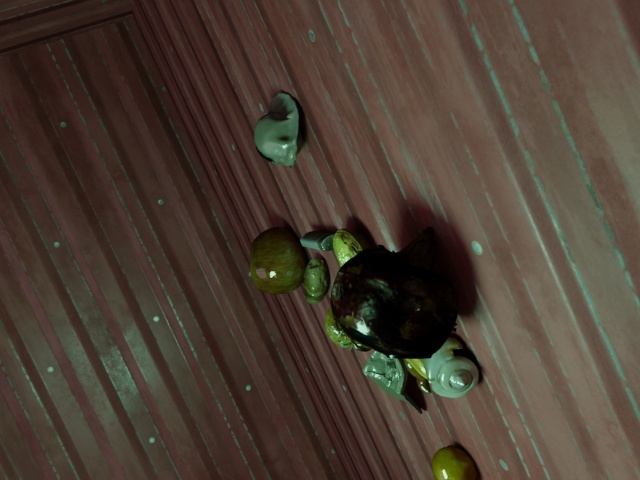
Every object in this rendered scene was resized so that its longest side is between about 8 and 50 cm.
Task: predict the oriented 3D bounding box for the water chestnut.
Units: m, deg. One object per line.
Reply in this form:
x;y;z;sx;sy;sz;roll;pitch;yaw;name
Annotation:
0.199;0.125;1.455;0.335;0.335;0.346;9;81;69;water chestnut

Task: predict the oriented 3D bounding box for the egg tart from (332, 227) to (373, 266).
0.116;0.049;1.860;0.212;0.090;0.212;56;160;32;egg tart

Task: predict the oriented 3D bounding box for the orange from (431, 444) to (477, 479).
0.433;0.745;1.864;0.155;0.134;0.154;-15;-90;-87;orange

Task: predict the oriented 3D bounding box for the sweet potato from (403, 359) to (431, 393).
0.304;0.402;1.862;0.202;0.058;0.055;66;164;4;sweet potato

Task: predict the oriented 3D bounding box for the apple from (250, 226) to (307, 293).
-0.202;0.094;2.548;0.309;0.250;0.277;39;149;58;apple

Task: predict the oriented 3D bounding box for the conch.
0.330;0.350;1.606;0.158;0.127;0.255;68;162;-11;conch

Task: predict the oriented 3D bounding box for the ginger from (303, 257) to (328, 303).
-0.021;0.176;2.377;0.116;0.109;0.263;53;160;25;ginger

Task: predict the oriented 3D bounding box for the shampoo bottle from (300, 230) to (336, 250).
0.000;0.000;2.120;0.055;0.086;0.227;67;163;-12;shampoo bottle

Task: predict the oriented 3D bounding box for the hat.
0.280;0.489;2.038;0.245;0.149;0.214;33;172;-34;hat

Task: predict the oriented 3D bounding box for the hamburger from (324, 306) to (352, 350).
0.106;0.311;2.126;0.113;0.177;0.185;120;150;-60;hamburger

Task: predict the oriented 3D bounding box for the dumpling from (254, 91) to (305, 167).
-0.151;-0.372;1.940;0.204;0.164;0.292;79;169;-48;dumpling

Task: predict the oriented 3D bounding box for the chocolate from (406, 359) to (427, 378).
0.316;0.372;1.761;0.219;0.086;0.085;49;156;34;chocolate
